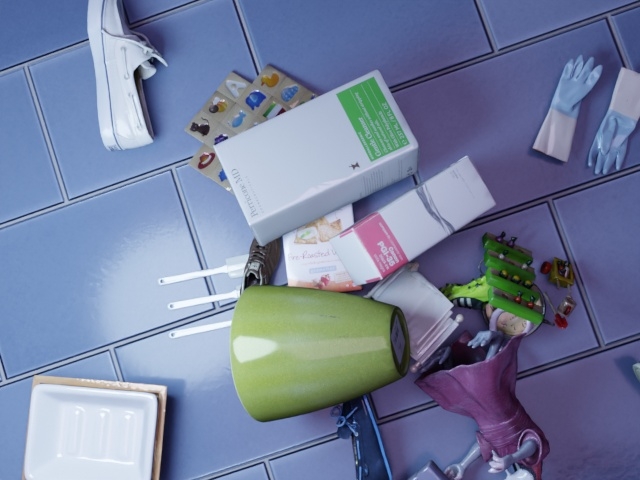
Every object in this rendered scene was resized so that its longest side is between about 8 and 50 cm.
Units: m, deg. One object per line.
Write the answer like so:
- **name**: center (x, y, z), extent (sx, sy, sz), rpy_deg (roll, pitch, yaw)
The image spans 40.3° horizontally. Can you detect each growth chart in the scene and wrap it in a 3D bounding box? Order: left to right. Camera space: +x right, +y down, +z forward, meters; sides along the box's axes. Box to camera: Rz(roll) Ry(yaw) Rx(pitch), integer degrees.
- **growth chart**: center (0.179, 0.144, 1.774), extent (0.172, 0.021, 0.237), rpy_deg (-41, 47, 4)

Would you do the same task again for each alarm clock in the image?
- **alarm clock**: center (0.388, 0.120, 1.810), extent (0.129, 0.064, 0.192), rpy_deg (-31, 90, 8)

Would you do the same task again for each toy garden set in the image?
- **toy garden set**: center (0.428, 0.077, 1.733), extent (0.203, 0.244, 0.049), rpy_deg (23, 121, -7)

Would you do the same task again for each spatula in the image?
- **spatula**: center (-0.226, 0.128, 1.888), extent (0.241, 0.019, 0.168), rpy_deg (-12, 86, 4)

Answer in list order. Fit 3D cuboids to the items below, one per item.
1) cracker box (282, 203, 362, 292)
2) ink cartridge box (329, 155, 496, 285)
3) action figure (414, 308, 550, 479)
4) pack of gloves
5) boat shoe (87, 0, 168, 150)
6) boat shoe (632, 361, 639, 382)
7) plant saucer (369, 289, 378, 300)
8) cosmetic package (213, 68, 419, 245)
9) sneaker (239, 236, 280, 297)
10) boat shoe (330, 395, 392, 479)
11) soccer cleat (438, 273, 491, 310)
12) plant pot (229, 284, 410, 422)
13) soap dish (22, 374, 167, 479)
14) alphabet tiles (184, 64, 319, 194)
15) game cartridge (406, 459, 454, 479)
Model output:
- **cracker box**: center (0.000, 0.000, 1.855), extent (0.155, 0.067, 0.232), rpy_deg (-8, 84, 4)
- **ink cartridge box**: center (0.180, -0.035, 1.737), extent (0.283, 0.207, 0.117), rpy_deg (-31, 90, -13)
- **action figure**: center (0.359, 0.350, 1.751), extent (0.275, 0.248, 0.370), rpy_deg (-41, 101, -25)
- **pack of gloves**: center (0.575, -0.264, 1.850), extent (0.195, 0.046, 0.232), rpy_deg (22, 91, -5)
- **boat shoe**: center (-0.403, -0.383, 1.884), extent (0.156, 0.136, 0.367), rpy_deg (-5, 88, 4)
- **boat shoe**: center (0.772, 0.342, 1.736), extent (0.113, 0.127, 0.340), rpy_deg (-44, 85, -1)
- **plant saucer**: center (0.128, 0.146, 1.858), extent (0.067, 0.018, 0.192), rpy_deg (44, 91, 6)
- **cosmetic package**: center (-0.005, -0.163, 1.757), extent (0.365, 0.155, 0.197), rpy_deg (-26, 73, -4)
- **sneaker**: center (-0.127, 0.053, 1.848), extent (0.066, 0.071, 0.189), rpy_deg (10, 81, 4)
- **boat shoe**: center (0.074, 0.391, 1.799), extent (0.089, 0.109, 0.258), rpy_deg (-17, 82, 0)
- **soccer cleat**: center (0.299, 0.118, 1.782), extent (0.072, 0.179, 0.060), rpy_deg (43, 59, -15)
- **plant pot**: center (0.015, 0.208, 1.696), extent (0.293, 0.274, 0.275), rpy_deg (-7, 85, 21)
- **soap dish**: center (-0.467, 0.407, 1.837), extent (0.290, 0.118, 0.229), rpy_deg (4, 86, 5)
- **alphabet tiles**: center (-0.109, -0.214, 1.870), extent (0.342, 0.011, 0.285), rpy_deg (34, 80, 14)
- **game cartridge**: center (0.266, 0.644, 1.761), extent (0.355, 0.068, 0.230), rpy_deg (47, 111, 7)
